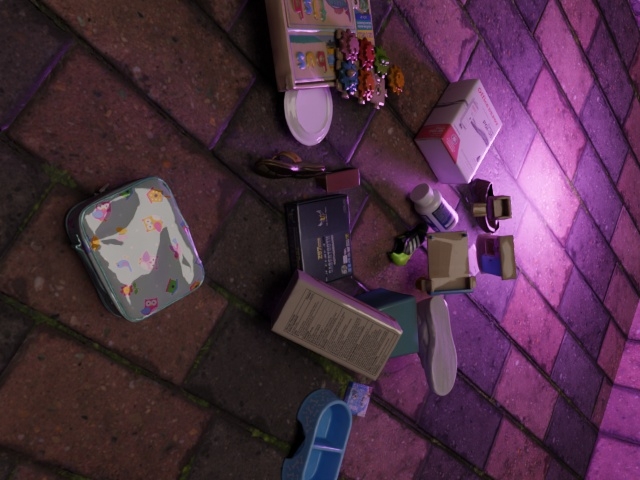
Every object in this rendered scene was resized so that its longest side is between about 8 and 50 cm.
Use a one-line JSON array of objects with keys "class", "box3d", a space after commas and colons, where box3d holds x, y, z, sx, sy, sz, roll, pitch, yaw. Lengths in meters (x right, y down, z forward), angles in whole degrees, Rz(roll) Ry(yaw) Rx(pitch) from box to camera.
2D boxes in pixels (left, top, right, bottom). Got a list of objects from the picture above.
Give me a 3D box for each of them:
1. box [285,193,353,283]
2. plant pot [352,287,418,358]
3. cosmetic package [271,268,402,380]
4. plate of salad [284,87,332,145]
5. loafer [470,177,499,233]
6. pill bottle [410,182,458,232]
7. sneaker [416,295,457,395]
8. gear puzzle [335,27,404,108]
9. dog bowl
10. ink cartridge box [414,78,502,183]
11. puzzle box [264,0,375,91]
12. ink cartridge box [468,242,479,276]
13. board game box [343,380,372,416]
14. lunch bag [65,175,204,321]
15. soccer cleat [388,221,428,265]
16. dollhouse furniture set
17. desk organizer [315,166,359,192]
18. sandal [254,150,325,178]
[{"class": "box", "box3d": [0.000, 0.000, 1.660, 0.183, 0.059, 0.233, -13, 102, -40]}, {"class": "plant pot", "box3d": [0.130, 0.247, 1.737, 0.234, 0.165, 0.166, -10, 101, -31]}, {"class": "cosmetic package", "box3d": [0.037, 0.210, 1.557, 0.296, 0.129, 0.153, 29, 96, -9]}, {"class": "plate of salad", "box3d": [-0.036, -0.348, 1.607, 0.199, 0.048, 0.200, -12, 106, -52]}, {"class": "loafer", "box3d": [0.592, -0.116, 2.171, 0.080, 0.078, 0.220, -42, 119, -31]}, {"class": "pill bottle", "box3d": [0.356, -0.104, 1.948, 0.169, 0.094, 0.094, 42, 66, -36]}, {"class": "sneaker", "box3d": [0.319, 0.329, 1.895, 0.108, 0.169, 0.293, 10, 70, -34]}, {"class": "gear puzzle", "box3d": [0.152, -0.455, 1.686, 0.338, 0.044, 0.176, 0, 91, -54]}, {"class": "dog bowl", "box3d": [-0.002, 0.565, 1.697, 0.165, 0.074, 0.298, 26, 77, -41]}, {"class": "ink cartridge box", "box3d": [0.451, -0.354, 1.997, 0.207, 0.117, 0.283, 49, 62, -33]}, {"class": "puzzle box", "box3d": [0.014, -0.529, 1.578, 0.408, 0.052, 0.272, -25, 111, -51]}, {"class": "ink cartridge box", "box3d": [0.487, 0.078, 2.105, 0.180, 0.060, 0.104, -40, 118, -32]}, {"class": "board game box", "box3d": [0.108, 0.470, 1.824, 0.090, 0.020, 0.090, 25, 78, -41]}, {"class": "lunch bag", "box3d": [-0.387, 0.014, 1.280, 0.224, 0.107, 0.279, -31, 112, -30]}, {"class": "soccer cleat", "box3d": [0.276, 0.000, 1.911, 0.179, 0.060, 0.072, -51, 123, -23]}, {"class": "dollhouse furniture set", "box3d": [0.432, 0.013, 1.957, 0.303, 0.198, 0.287, -5, 93, -6]}, {"class": "desk organizer", "box3d": [0.048, -0.167, 1.699, 0.130, 0.047, 0.050, -17, 107, -40]}, {"class": "sandal", "box3d": [-0.078, -0.195, 1.560, 0.219, 0.090, 0.060, -5, 80, -40]}]
